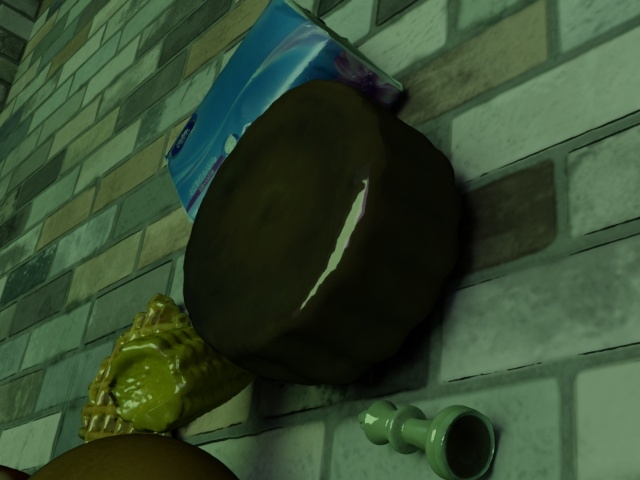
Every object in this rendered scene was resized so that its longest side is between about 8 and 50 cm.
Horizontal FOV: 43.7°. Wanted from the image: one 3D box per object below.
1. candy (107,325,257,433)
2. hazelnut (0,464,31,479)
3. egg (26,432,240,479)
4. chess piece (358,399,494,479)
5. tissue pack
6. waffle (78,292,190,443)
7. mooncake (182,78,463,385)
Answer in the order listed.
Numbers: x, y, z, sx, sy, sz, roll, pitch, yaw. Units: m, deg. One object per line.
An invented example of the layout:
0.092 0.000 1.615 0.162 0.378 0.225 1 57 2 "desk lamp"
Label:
-0.123 0.132 0.845 0.106 0.199 0.094 -10 91 30 "candy"
-0.427 0.425 1.036 0.261 0.241 0.261 -175 90 -77 "hazelnut"
-0.188 0.312 0.738 0.322 0.250 0.250 -29 46 42 "egg"
0.076 0.158 0.671 0.149 0.059 0.059 -1 67 59 "chess piece"
-0.055 -0.140 0.973 0.263 0.146 0.198 -53 34 14 "tissue pack"
-0.245 0.204 1.077 0.254 0.052 0.245 -51 36 16 "waffle"
0.000 0.000 0.787 0.290 0.161 0.290 -31 46 38 "mooncake"
